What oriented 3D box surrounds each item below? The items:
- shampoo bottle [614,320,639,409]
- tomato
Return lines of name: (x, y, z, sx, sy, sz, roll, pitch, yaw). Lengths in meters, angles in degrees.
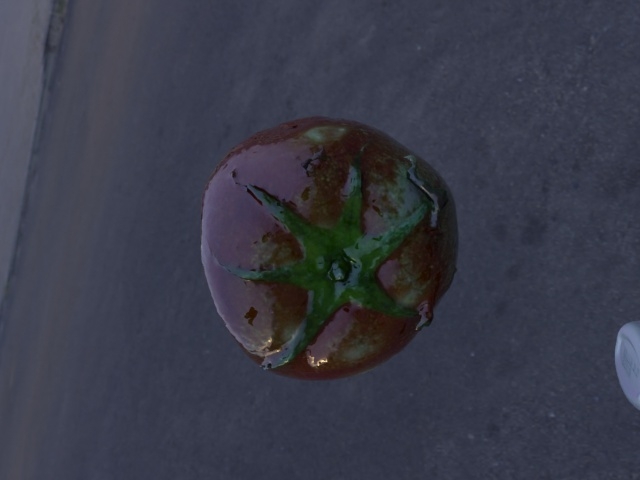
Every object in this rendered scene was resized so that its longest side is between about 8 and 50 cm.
shampoo bottle: (0.314, 0.093, 0.525, 0.108, 0.221, 0.051, -54, -32, -75)
tomato: (0.000, 0.000, 0.928, 0.239, 0.304, 0.303, -128, 52, -71)
